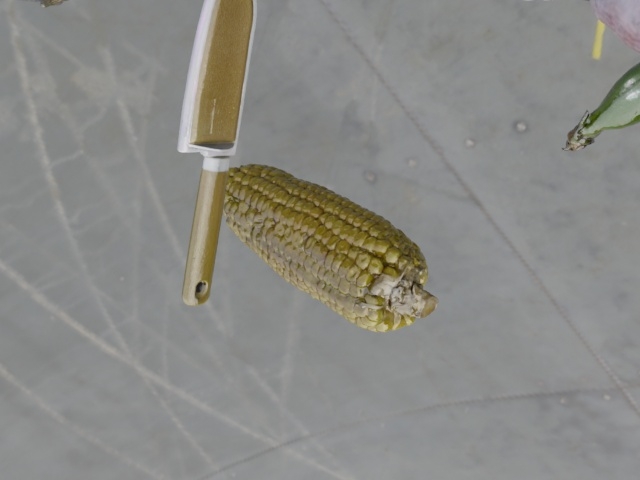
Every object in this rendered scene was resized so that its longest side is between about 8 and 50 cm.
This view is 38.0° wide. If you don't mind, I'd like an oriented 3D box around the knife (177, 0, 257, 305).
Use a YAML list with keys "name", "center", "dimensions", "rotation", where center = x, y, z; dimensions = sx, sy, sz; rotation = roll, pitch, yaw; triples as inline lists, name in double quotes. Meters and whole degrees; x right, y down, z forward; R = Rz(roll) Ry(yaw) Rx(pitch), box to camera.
- name: "knife"
  center: [-0.074, -0.069, 0.628]
  dimensions: [0.022, 0.046, 0.256]
  rotation: [34, 120, 47]

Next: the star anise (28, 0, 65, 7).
- name: "star anise"
  center: [-0.225, -0.309, 0.889]
  dimensions: [0.073, 0.197, 0.212]
  rotation: [30, 180, -30]

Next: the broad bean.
- name: "broad bean"
  center: [0.344, -0.150, 0.771]
  dimensions: [0.144, 0.292, 0.049]
  rotation: [101, 147, -74]

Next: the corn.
- name: "corn"
  center: [0.000, 0.000, 1.035]
  dimensions: [0.322, 0.119, 0.119]
  rotation: [34, 151, 33]

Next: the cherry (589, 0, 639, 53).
- name: "cherry"
  center: [0.591, -0.408, 1.382]
  dimensions: [0.335, 0.291, 0.326]
  rotation: [35, 128, 37]
